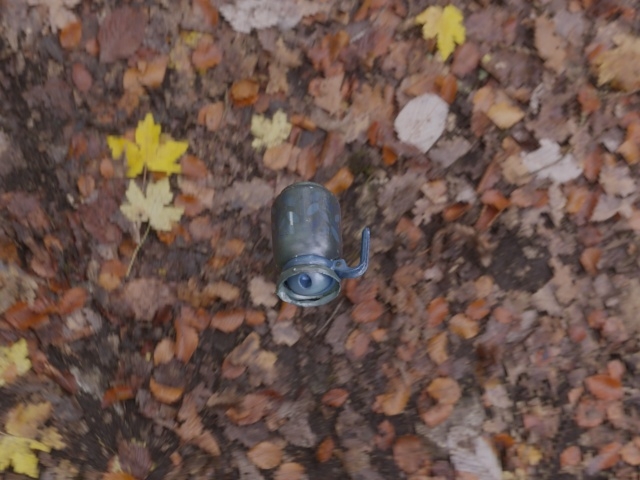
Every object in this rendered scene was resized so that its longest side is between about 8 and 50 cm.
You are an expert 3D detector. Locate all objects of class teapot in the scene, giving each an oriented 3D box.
[{"bbox_3d":[-0.002,0.003,0.813,0.064,0.049,0.083,4,53,-11],"label":"teapot"}]
